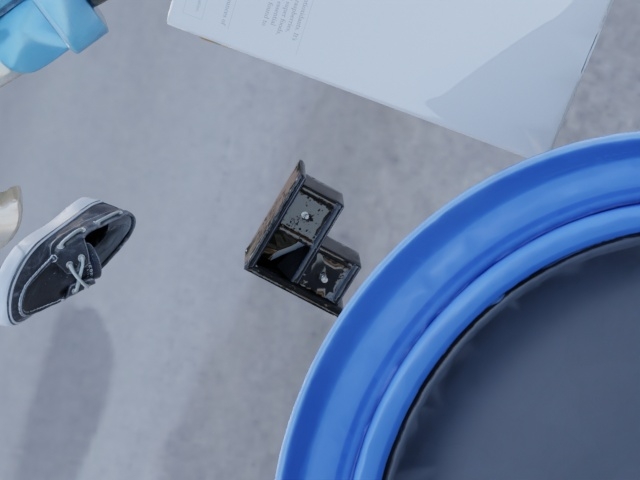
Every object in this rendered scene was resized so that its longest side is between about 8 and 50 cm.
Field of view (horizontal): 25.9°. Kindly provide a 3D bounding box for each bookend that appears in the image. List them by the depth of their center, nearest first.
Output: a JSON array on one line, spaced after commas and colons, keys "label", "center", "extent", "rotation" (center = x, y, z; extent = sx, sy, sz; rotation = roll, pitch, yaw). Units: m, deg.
[{"label": "bookend", "center": [0.000, 0.000, 1.905], "extent": [0.156, 0.157, 0.072], "rotation": [-58, 12, 16]}]

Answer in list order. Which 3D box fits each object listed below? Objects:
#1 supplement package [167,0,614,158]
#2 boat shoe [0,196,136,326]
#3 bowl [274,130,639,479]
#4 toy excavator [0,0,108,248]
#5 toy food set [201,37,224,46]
[{"label": "supplement package", "center": [0.066, -0.207, 1.030], "extent": [0.175, 0.293, 0.177], "rotation": [-61, -8, -66]}, {"label": "boat shoe", "center": [-0.382, 0.035, 2.115], "extent": [0.301, 0.102, 0.108], "rotation": [-49, -35, -52]}, {"label": "bowl", "center": [0.148, 0.128, 0.725], "extent": [0.391, 0.077, 0.391], "rotation": [-22, 51, 30]}, {"label": "toy excavator", "center": [-0.393, -0.256, 1.689], "extent": [0.445, 0.433, 0.222], "rotation": [-34, 20, 1]}, {"label": "toy food set", "center": [-0.132, -0.321, 1.555], "extent": [0.105, 0.232, 0.111], "rotation": [19, 69, 26]}]
